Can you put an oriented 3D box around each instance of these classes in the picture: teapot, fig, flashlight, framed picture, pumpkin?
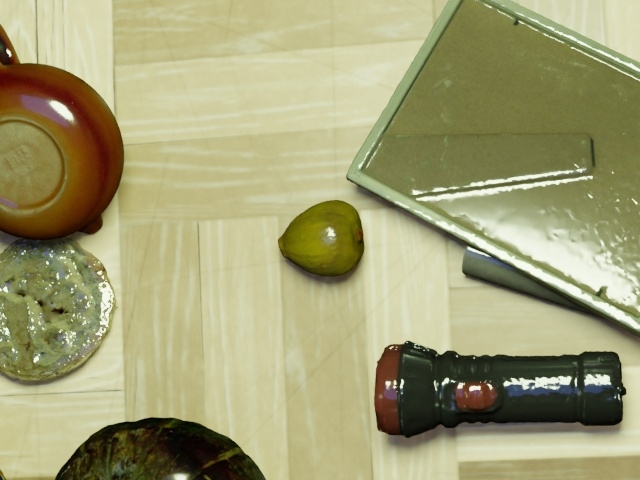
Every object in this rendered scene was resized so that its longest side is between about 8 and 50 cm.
[{"bbox_3d":[-0.286,-0.112,1.565,0.178,0.135,0.252,-21,103,13],"label":"teapot"},{"bbox_3d":[0.000,0.000,1.536,0.088,0.074,0.074,-11,83,24],"label":"fig"},{"bbox_3d":[0.169,0.141,1.482,0.232,0.093,0.093,-1,85,11],"label":"flashlight"},{"bbox_3d":[0.218,-0.085,1.502,0.324,0.020,0.240,27,81,14],"label":"framed picture"},{"bbox_3d":[-0.152,0.281,1.495,0.238,0.159,0.238,0,90,12],"label":"pumpkin"}]

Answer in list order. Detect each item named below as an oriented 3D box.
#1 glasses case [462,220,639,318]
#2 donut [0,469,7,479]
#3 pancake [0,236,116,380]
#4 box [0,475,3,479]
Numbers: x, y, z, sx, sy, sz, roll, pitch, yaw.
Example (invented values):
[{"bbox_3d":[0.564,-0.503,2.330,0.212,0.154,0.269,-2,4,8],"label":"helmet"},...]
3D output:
[{"bbox_3d":[0.231,0.025,1.504,0.191,0.042,0.072,18,81,12],"label":"glasses case"},{"bbox_3d":[-0.413,0.302,1.571,0.277,0.108,0.277,-1,84,11],"label":"donut"},{"bbox_3d":[-0.283,0.069,1.609,0.158,0.028,0.158,-2,82,12],"label":"pancake"},{"bbox_3d":[-0.426,0.297,1.463,0.279,0.116,0.261,-29,80,9],"label":"box"}]
